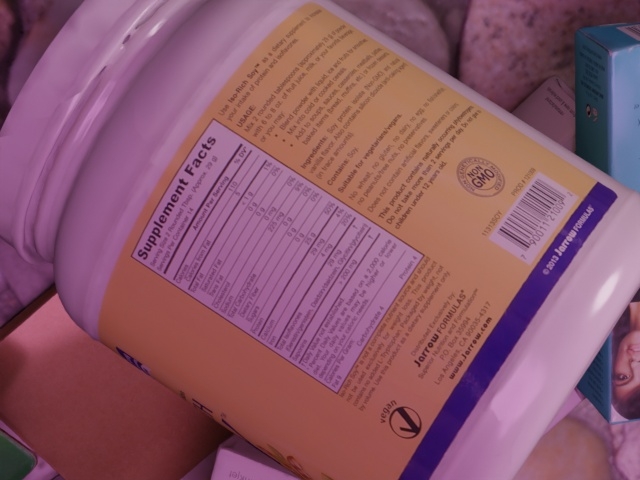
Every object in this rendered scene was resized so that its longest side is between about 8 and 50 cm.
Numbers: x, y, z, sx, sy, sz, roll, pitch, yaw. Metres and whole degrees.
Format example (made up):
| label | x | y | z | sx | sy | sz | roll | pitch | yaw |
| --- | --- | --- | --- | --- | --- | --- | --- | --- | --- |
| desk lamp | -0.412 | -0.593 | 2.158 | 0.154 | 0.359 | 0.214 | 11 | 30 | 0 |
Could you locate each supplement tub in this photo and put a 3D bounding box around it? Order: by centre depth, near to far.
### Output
| label | x | y | z | sx | sy | sz | roll | pitch | yaw |
| --- | --- | --- | --- | --- | --- | --- | --- | --- | --- |
| supplement tub | 0.000 | 0.000 | 1.081 | 0.331 | 0.241 | 0.241 | 33 | 103 | 9 |

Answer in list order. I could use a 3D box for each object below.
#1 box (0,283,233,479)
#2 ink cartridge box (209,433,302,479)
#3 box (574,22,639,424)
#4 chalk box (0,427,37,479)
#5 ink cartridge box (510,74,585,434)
| label | x | y | z | sx | sy | sz | roll | pitch | yaw |
| --- | --- | --- | --- | --- | --- | --- | --- | --- | --- |
| box | -0.113 | 0.076 | 1.260 | 0.201 | 0.021 | 0.164 | -40 | 113 | 6 |
| ink cartridge box | 0.003 | 0.309 | 1.274 | 0.207 | 0.119 | 0.353 | 21 | 111 | 17 |
| box | 0.214 | -0.013 | 1.175 | 0.100 | 0.060 | 0.244 | -8 | 111 | -11 |
| chalk box | -0.304 | 0.205 | 1.184 | 0.180 | 0.179 | 0.289 | 40 | 97 | -24 |
| ink cartridge box | 0.133 | 0.026 | 1.255 | 0.218 | 0.092 | 0.158 | -43 | 113 | 8 |
